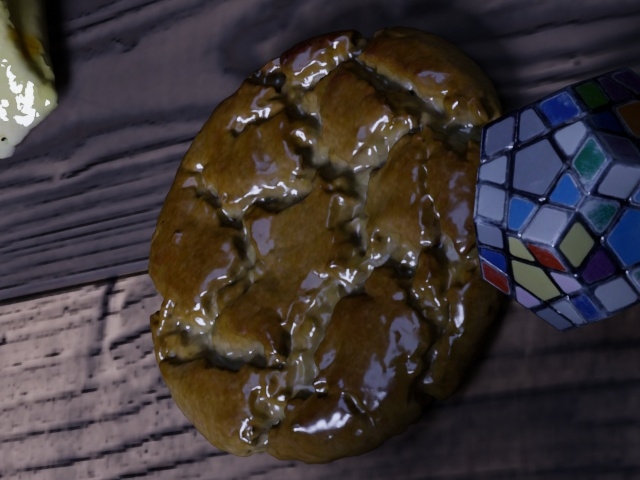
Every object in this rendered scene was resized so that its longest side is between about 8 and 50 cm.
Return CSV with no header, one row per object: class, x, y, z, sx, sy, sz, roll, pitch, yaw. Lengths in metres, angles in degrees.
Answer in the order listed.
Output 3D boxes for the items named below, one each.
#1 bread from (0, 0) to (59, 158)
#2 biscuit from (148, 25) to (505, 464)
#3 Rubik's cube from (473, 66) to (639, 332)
bread,-0.252,-0.103,1.129,0.240,0.135,0.178,-26,93,30
biscuit,0.000,0.000,0.874,0.226,0.042,0.226,-15,65,34
Rubik's cube,0.113,-0.017,0.752,0.111,0.093,0.111,-16,63,34
